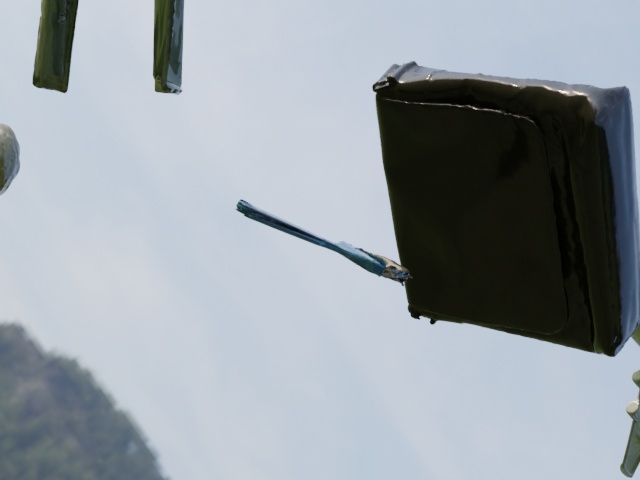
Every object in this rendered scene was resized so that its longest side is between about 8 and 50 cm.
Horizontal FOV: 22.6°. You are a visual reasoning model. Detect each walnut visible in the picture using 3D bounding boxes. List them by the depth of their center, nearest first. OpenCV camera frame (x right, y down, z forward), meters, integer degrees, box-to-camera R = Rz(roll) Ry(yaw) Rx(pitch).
[{"bbox_3d":[-0.348,-0.081,1.641,0.092,0.092,0.092,44,-24,26],"label":"walnut"}]

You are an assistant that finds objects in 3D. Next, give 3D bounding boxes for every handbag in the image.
[{"bbox_3d":[0.159,-0.030,1.331,0.223,0.080,0.246,12,-54,35],"label":"handbag"}]

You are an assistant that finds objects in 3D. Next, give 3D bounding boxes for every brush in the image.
[{"bbox_3d":[0.000,0.000,1.214,0.164,0.014,0.051,22,5,-38],"label":"brush"}]

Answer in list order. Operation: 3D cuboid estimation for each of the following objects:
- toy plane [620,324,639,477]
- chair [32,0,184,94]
[{"bbox_3d":[0.370,0.119,1.593,0.101,0.251,0.255,29,-12,46],"label":"toy plane"},{"bbox_3d":[-0.173,-0.222,0.826,0.203,0.191,0.274,6,-90,60],"label":"chair"}]
